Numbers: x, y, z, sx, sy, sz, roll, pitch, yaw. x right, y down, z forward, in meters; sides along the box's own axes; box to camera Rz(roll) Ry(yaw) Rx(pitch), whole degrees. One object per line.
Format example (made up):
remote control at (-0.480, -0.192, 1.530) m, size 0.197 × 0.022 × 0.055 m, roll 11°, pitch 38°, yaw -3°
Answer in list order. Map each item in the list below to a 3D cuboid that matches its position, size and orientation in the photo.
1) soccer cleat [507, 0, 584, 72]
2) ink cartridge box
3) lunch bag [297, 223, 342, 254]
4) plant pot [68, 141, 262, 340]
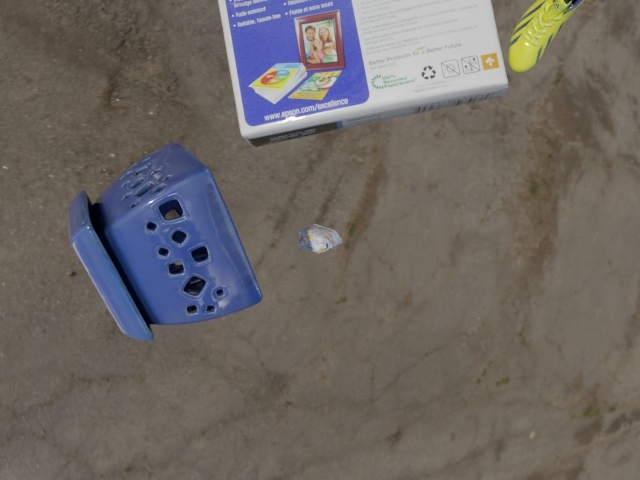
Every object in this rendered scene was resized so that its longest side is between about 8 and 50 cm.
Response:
soccer cleat at (0.526, -0.518, 1.275) m, size 0.289 × 0.094 × 0.121 m, roll -58°, pitch -179°, yaw 31°
ink cartridge box at (0.034, -0.289, 0.653) m, size 0.304 × 0.072 × 0.306 m, roll -10°, pitch 83°, yaw 6°
lunch bag at (0.000, 0.000, 1.278) m, size 0.071 × 0.083 × 0.053 m, roll -28°, pitch 130°, yaw -60°
plant pot at (-0.253, 0.005, 0.870) m, size 0.212 × 0.236 × 0.235 m, roll -26°, pitch 117°, yaw -15°
